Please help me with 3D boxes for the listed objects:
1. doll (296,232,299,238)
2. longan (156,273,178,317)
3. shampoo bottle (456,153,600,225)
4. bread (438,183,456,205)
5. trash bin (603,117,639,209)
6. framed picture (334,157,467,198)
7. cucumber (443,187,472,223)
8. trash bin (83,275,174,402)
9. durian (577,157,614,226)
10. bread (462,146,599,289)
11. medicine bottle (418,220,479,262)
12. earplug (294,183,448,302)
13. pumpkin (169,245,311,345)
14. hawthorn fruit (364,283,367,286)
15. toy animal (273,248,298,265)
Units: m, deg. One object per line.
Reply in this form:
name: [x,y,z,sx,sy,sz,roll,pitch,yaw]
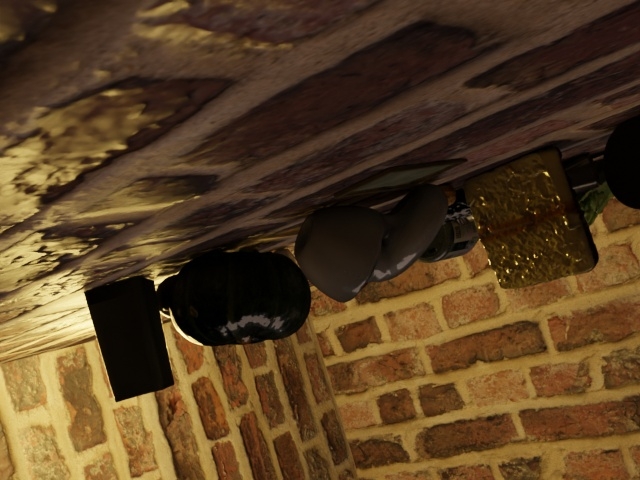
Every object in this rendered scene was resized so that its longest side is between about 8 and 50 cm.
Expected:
doll: [0.000,0.000,1.621,0.103,0.071,0.214,-16,171,-16]
longan: [-0.328,0.128,1.759,0.106,0.106,0.119,-17,-169,7]
shampoo bottle: [0.497,-0.117,1.893,0.350,0.084,0.125,-18,-179,21]
bread: [0.232,-0.085,1.630,0.111,0.044,0.083,-23,168,38]
trash bin: [0.746,-0.163,1.522,0.334,0.214,0.214,-11,173,-24]
framed picture: [0.137,-0.106,1.307,0.201,0.010,0.136,-12,172,-43]
cucumber: [0.271,-0.070,1.770,0.300,0.072,0.072,-17,175,6]
trash bin: [-0.399,0.209,1.648,0.122,0.240,0.164,-15,176,-2]
durian: [0.634,-0.108,1.929,0.355,0.157,0.169,-39,169,-26]
bread: [0.473,-0.049,1.595,0.198,0.263,0.236,-16,175,-33]
medicine bottle: [0.336,-0.021,2.066,0.141,0.141,0.293,-20,174,30]
earplug: [0.103,-0.009,1.457,0.325,0.175,0.214,-25,174,-28]
pumpkin: [-0.170,0.115,1.622,0.300,0.207,0.300,-3,173,0]
hawthorn fruit: [0.083,0.064,2.203,0.157,0.157,0.194,-15,156,-19]
toy animal: [-0.140,0.099,1.929,0.193,0.127,0.178,-21,175,15]
